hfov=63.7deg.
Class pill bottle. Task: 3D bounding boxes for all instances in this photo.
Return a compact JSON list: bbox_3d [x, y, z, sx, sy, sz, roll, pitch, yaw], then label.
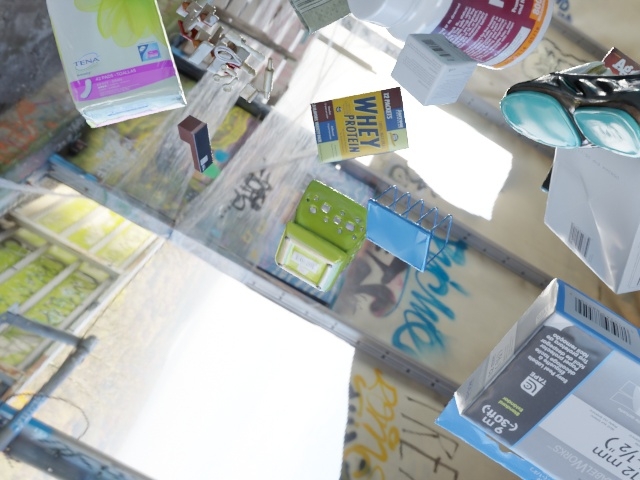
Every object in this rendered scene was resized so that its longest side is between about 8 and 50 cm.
[{"bbox_3d":[0.266,-0.504,1.060,0.224,0.391,0.224,-6,-97,60],"label":"pill bottle"}]

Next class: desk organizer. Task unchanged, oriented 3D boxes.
[{"bbox_3d":[-0.287,-0.221,1.187,0.047,0.050,0.130,-51,162,-30],"label":"desk organizer"}]

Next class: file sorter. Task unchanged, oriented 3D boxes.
[{"bbox_3d":[0.204,-0.035,1.193,0.104,0.170,0.118,-36,144,-30],"label":"file sorter"}]

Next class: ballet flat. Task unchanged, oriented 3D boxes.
[{"bbox_3d":[0.311,-0.150,0.581,0.096,0.095,0.280,-35,-158,4],"label":"ballet flat"}]

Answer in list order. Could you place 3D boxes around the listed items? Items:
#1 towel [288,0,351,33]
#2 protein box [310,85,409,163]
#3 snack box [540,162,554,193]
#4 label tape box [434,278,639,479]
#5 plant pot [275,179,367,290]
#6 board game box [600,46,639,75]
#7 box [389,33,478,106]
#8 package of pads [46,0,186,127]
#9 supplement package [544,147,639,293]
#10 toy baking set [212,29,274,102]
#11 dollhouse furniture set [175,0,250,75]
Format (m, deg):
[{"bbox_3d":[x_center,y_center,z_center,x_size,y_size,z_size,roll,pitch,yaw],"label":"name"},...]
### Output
[{"bbox_3d":[0.025,-0.704,1.270,0.324,0.312,0.056,-30,-176,-12],"label":"towel"},{"bbox_3d":[0.098,-0.265,1.208,0.200,0.201,0.136,-51,132,-77],"label":"protein box"},{"bbox_3d":[0.831,-0.266,1.564,0.060,0.187,0.322,-118,-132,-66],"label":"snack box"},{"bbox_3d":[0.355,0.267,0.771,0.348,0.249,0.115,-62,171,29],"label":"label tape box"},{"bbox_3d":[0.000,0.000,1.513,0.207,0.228,0.227,-56,174,-37],"label":"plant pot"},{"bbox_3d":[0.870,-0.388,1.407,0.145,0.281,0.027,-51,175,-3],"label":"board game box"},{"bbox_3d":[0.203,-0.308,0.927,0.101,0.101,0.087,-18,147,-38],"label":"box"},{"bbox_3d":[-0.445,-0.413,1.122,0.229,0.297,0.101,-16,174,-8],"label":"package of pads"},{"bbox_3d":[0.504,-0.078,0.733,0.199,0.262,0.198,-107,-172,-55],"label":"supplement package"},{"bbox_3d":[-0.243,-0.541,1.642,0.256,0.196,0.030,115,-21,-54],"label":"toy baking set"},{"bbox_3d":[-0.387,-0.692,1.816,0.135,0.259,0.262,-36,-121,29],"label":"dollhouse furniture set"}]
